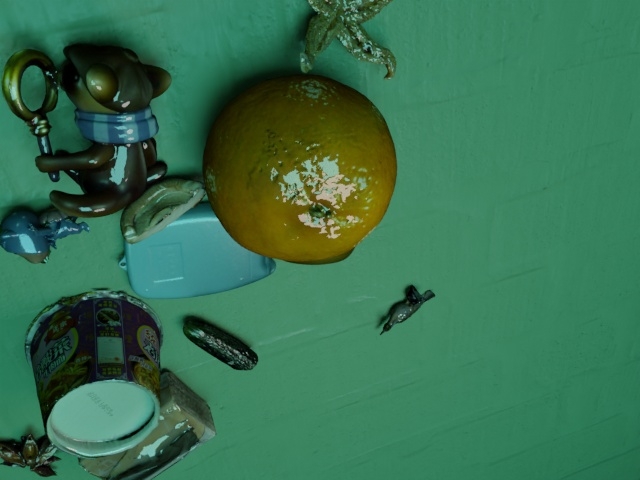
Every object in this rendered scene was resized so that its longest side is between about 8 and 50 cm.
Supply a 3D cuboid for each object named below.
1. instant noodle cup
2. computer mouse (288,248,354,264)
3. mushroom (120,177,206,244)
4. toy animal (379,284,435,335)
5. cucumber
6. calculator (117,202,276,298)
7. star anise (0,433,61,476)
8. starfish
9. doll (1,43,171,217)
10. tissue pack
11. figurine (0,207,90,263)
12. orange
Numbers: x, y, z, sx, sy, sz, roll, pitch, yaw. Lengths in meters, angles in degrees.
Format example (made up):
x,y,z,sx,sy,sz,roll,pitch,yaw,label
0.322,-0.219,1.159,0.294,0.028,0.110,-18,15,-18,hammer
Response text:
x,y,z,sx,sy,sz,roll,pitch,yaw,label
-0.524,0.326,1.503,0.340,0.266,0.339,-11,125,-15,instant noodle cup
0.000,0.000,1.620,0.245,0.056,0.125,1,120,-32,computer mouse
-0.357,-0.076,1.408,0.210,0.094,0.072,-41,175,-16,mushroom
0.247,0.212,1.884,0.202,0.070,0.105,-45,147,6,toy animal
-0.271,0.275,1.701,0.074,0.074,0.241,-43,125,9,cucumber
-0.288,0.029,1.537,0.387,0.054,0.256,-8,125,-17,calculator
-0.759,0.561,1.698,0.212,0.053,0.157,34,105,-35,star anise
0.048,-0.470,1.308,0.375,0.094,0.327,36,82,-36,starfish
-0.430,-0.214,1.238,0.318,0.209,0.339,-28,140,-46,doll
-0.459,0.544,1.706,0.306,0.238,0.238,-33,129,1,tissue pack
-0.585,-0.005,1.358,0.178,0.114,0.144,-18,130,-22,figurine
-0.034,-0.141,1.353,0.424,0.326,0.423,-10,124,-16,orange
